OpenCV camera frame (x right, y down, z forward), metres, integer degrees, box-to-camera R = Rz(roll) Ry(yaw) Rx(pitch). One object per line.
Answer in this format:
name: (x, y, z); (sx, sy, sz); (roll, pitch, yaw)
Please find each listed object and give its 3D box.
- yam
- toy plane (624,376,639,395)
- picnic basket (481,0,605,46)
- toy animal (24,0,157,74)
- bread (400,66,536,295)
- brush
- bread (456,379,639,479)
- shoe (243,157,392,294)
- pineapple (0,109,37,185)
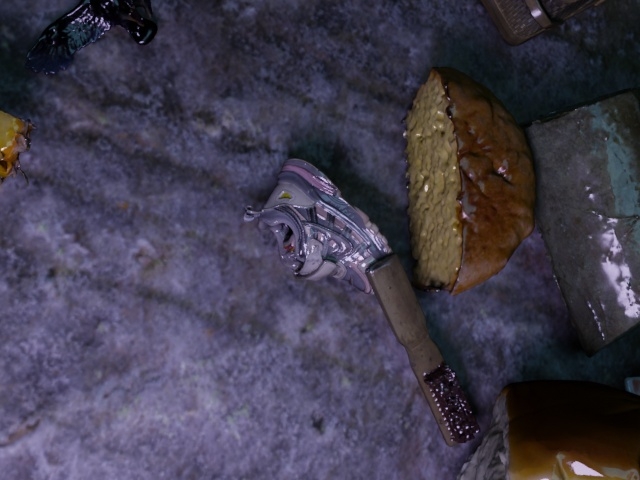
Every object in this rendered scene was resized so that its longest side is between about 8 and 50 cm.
yam: (0.341, -0.026, 0.921); (0.168, 0.168, 0.304); (-17, 85, -19)
toy plane: (0.439, 0.259, 0.929); (0.252, 0.118, 0.252); (2, 84, -16)
picnic basket: (0.319, -0.376, 0.977); (0.266, 0.139, 0.165); (-31, 91, -19)
toy animal: (-0.228, -0.257, 0.836); (0.108, 0.062, 0.220); (27, 75, 7)
bread: (0.175, -0.062, 0.891); (0.134, 0.129, 0.260); (4, 82, -18)
brush: (0.117, 0.125, 0.849); (0.043, 0.036, 0.248); (-34, 112, -22)
bread: (0.281, 0.259, 0.769); (0.279, 0.250, 0.225); (10, 96, 6)
shoe: (0.000, 0.000, 0.844); (0.092, 0.089, 0.180); (-43, 93, -20)
pineapple: (-0.371, -0.115, 0.729); (0.233, 0.135, 0.079); (24, 84, -3)
